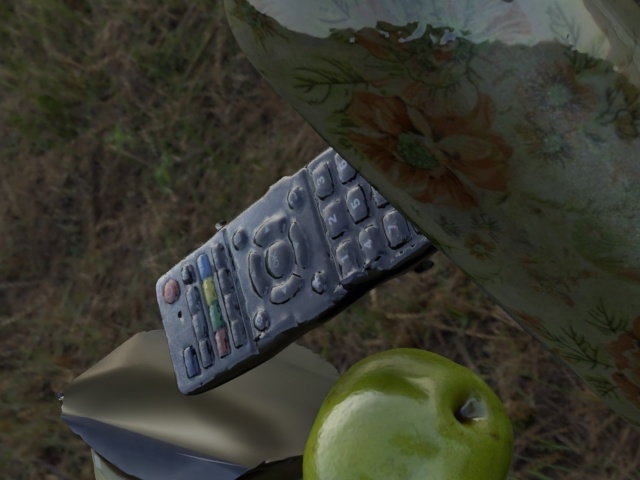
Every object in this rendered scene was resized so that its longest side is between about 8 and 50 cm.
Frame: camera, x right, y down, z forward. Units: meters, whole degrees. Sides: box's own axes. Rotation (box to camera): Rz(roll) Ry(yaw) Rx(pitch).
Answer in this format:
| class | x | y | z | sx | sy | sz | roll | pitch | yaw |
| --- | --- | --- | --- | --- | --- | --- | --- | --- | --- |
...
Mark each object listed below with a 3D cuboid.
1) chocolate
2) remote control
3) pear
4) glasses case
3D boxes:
| class | x | y | z | sx | sy | sz | roll | pitch | yaw |
| --- | --- | --- | --- | --- | --- | --- | --- | --- | --- |
| chocolate | -0.125 | 0.291 | 1.376 | 0.314 | 0.326 | 0.297 | 9 | 107 | 17 |
| remote control | 0.000 | 0.000 | 0.957 | 0.399 | 0.062 | 0.144 | -34 | 61 | 38 |
| pear | 0.060 | 0.191 | 0.959 | 0.216 | 0.166 | 0.180 | -54 | 17 | 40 |
| glasses case | 0.136 | -0.020 | 0.536 | 0.156 | 0.425 | 0.098 | -30 | 26 | 42 |
